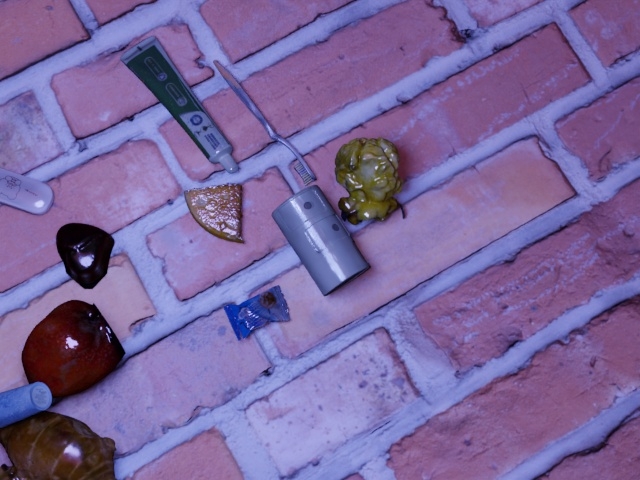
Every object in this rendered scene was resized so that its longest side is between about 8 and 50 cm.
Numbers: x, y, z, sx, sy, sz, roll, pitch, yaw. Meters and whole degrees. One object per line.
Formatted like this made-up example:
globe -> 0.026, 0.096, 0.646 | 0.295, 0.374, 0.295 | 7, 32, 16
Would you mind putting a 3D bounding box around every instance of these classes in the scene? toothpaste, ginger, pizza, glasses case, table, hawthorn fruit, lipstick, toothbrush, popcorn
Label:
toothpaste -> -0.314, -0.306, 1.988 | 0.099, 0.061, 0.392 | -37, 80, -10
ginger -> -0.538, 0.498, 1.758 | 0.274, 0.152, 0.357 | -32, 81, 10
pizza -> -0.227, -0.077, 1.953 | 0.178, 0.041, 0.130 | 29, 80, 3
glasses case -> -0.692, -0.114, 1.922 | 0.194, 0.049, 0.074 | 19, 78, 1
table -> 0.000, 0.000, 1.910 | 0.126, 0.126, 0.220 | -31, 83, -10
hawthorn fruit -> -0.533, 0.241, 1.805 | 0.251, 0.189, 0.189 | -42, 83, 8
lipstick -> -0.669, 0.352, 1.761 | 0.274, 0.061, 0.068 | -21, 50, 24
toothbrush -> -0.133, -0.280, 2.010 | 0.037, 0.028, 0.375 | -37, 83, -3
popcorn -> 0.115, -0.135, 1.931 | 0.174, 0.168, 0.195 | -10, 89, -44

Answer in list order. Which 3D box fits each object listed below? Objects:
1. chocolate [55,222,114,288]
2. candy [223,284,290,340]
chocolate -> -0.513, 0.024, 1.891 | 0.125, 0.080, 0.148 | -22, 79, -8
candy -> -0.137, 0.160, 1.913 | 0.136, 0.038, 0.088 | -21, 67, -15
